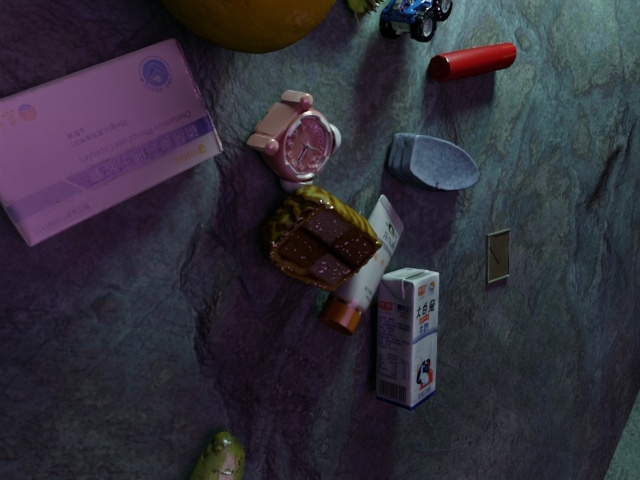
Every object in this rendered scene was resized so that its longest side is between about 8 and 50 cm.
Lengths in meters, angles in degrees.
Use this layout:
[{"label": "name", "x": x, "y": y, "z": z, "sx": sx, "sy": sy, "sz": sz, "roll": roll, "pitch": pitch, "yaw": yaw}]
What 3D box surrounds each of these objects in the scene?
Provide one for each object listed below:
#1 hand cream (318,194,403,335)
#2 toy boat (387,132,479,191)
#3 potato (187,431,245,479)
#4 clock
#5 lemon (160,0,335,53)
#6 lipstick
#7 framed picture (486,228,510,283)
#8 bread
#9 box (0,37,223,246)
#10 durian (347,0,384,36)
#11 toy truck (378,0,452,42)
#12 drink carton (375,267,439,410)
[{"label": "hand cream", "x": 0.103, "y": 0.060, "z": 1.187, "sx": 0.140, "sy": 0.089, "sz": 0.314, "roll": 45, "pitch": 63, "yaw": -46}, {"label": "toy boat", "x": 0.284, "y": -0.183, "z": 1.282, "sx": 0.282, "sy": 0.078, "sz": 0.127, "roll": 10, "pitch": 89, "yaw": -37}, {"label": "potato", "x": -0.206, "y": 0.465, "z": 1.013, "sx": 0.105, "sy": 0.085, "sz": 0.188, "roll": 22, "pitch": 80, "yaw": -16}, {"label": "clock", "x": -0.046, "y": -0.187, "z": 1.025, "sx": 0.166, "sy": 0.092, "sz": 0.162, "roll": -55, "pitch": 134, "yaw": -11}, {"label": "lemon", "x": -0.113, "y": -0.455, "z": 0.777, "sx": 0.347, "sy": 0.348, "sz": 0.348, "roll": -7, "pitch": 102, "yaw": -37}, {"label": "lipstick", "x": 0.388, "y": -0.450, "z": 1.321, "sx": 0.279, "sy": 0.073, "sz": 0.073, "roll": -21, "pitch": 110, "yaw": -34}, {"label": "framed picture", "x": 0.524, "y": 0.046, "z": 1.547, "sx": 0.109, "sy": 0.011, "sz": 0.149, "roll": -12, "pitch": 104, "yaw": -36}, {"label": "bread", "x": 0.000, "y": 0.000, "z": 1.054, "sx": 0.222, "sy": 0.096, "sz": 0.181, "roll": 32, "pitch": 109, "yaw": -38}, {"label": "box", "x": -0.339, "y": -0.160, "z": 0.812, "sx": 0.343, "sy": 0.065, "sz": 0.200, "roll": -34, "pitch": 116, "yaw": -28}, {"label": "durian", "x": 0.026, "y": -0.596, "z": 1.017, "sx": 0.169, "sy": 0.157, "sz": 0.355, "roll": -40, "pitch": 127, "yaw": 17}, {"label": "toy truck", "x": 0.216, "y": -0.531, "z": 1.130, "sx": 0.208, "sy": 0.113, "sz": 0.126, "roll": -54, "pitch": 144, "yaw": -21}, {"label": "drink carton", "x": 0.207, "y": 0.229, "z": 1.264, "sx": 0.130, "sy": 0.106, "sz": 0.315, "roll": -12, "pitch": 105, "yaw": -51}]
